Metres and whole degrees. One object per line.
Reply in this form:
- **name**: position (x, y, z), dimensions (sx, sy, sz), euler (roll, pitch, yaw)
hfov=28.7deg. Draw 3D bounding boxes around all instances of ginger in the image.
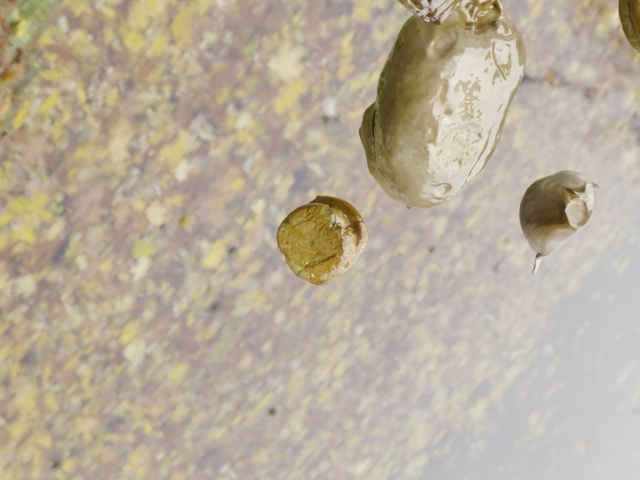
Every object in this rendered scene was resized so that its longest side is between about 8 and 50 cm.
- **ginger**: position (0.115, -0.133, 1.235), dimensions (0.138, 0.152, 0.267), euler (-3, 143, -30)

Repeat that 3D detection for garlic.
- **garlic**: position (0.261, -0.031, 1.432), dimensions (0.152, 0.066, 0.084), euler (131, -27, -61)

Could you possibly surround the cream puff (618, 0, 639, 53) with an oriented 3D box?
- **cream puff**: position (0.398, -0.254, 1.284), dimensions (0.129, 0.189, 0.189), euler (-12, 132, -58)

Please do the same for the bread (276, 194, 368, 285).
- **bread**: position (0.000, 0.000, 1.142), dimensions (0.046, 0.081, 0.083), euler (-2, 115, -62)

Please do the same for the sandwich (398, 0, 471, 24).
- **sandwich**: position (0.051, -0.357, 0.936), dimensions (0.262, 0.325, 0.131), euler (-50, 158, 11)
